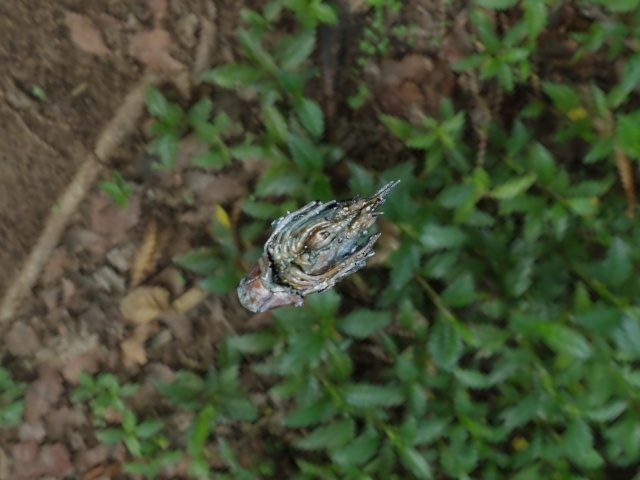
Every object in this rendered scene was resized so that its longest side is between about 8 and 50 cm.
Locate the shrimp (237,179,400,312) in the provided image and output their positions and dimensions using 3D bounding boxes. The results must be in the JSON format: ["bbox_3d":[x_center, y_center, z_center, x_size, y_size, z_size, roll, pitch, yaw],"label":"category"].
[{"bbox_3d":[0.000,0.000,1.473,0.233,0.090,0.079,-40,169,33],"label":"shrimp"}]
